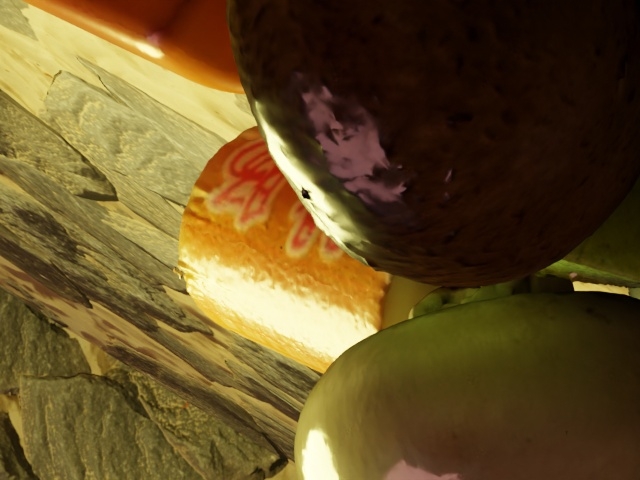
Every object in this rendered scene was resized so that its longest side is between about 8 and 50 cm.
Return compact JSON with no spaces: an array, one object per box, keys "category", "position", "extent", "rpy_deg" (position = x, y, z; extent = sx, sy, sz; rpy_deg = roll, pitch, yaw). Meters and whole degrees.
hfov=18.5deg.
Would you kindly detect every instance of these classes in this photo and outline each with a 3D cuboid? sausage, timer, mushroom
[{"category":"sausage","position":[0.042,0.021,1.869],"extent":[0.287,0.233,0.233],"rpy_deg":[23,160,41]},{"category":"timer","position":[-0.134,-0.232,1.725],"extent":[0.257,0.161,0.250],"rpy_deg":[27,177,28]},{"category":"mushroom","position":[0.041,-0.154,1.225],"extent":[0.356,0.334,0.331],"rpy_deg":[17,158,24]},{"category":"mushroom","position":[0.153,0.133,1.631],"extent":[0.362,0.295,0.362],"rpy_deg":[-7,160,-2]}]

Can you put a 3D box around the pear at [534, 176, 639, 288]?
[{"category":"pear","position":[0.116,-0.046,1.458],"extent":[0.239,0.139,0.288],"rpy_deg":[6,-178,-36]}]

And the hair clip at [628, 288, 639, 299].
[{"category":"hair clip","position":[0.321,0.070,1.762],"extent":[0.116,0.049,0.172],"rpy_deg":[37,163,-22]}]
